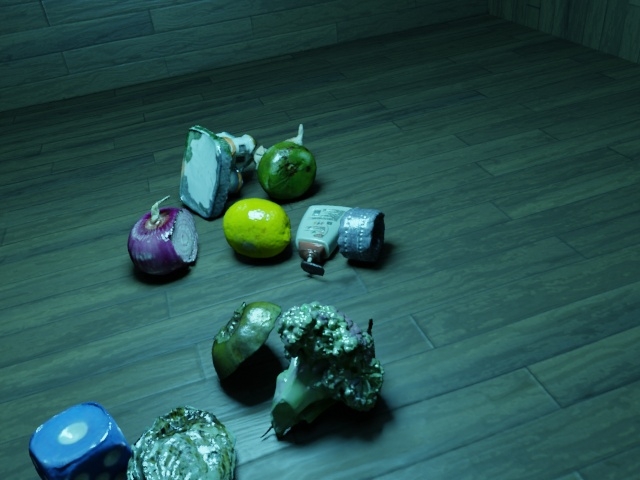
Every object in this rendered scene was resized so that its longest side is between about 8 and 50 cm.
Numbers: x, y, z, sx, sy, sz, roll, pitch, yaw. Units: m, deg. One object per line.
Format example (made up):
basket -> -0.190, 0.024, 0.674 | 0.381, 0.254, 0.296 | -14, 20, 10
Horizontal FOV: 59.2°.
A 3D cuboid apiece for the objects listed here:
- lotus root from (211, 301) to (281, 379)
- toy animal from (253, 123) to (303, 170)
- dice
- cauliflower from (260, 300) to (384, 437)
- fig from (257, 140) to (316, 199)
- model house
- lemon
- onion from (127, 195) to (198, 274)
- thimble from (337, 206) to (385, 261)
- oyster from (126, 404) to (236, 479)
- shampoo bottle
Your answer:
lotus root -> -0.176, 0.201, 1.223 | 0.078, 0.203, 0.183 | 41, 44, -9
toy animal -> -0.149, -0.323, 2.011 | 0.185, 0.184, 0.104 | 4, -7, 31
dice -> -0.433, 0.395, 1.024 | 0.143, 0.146, 0.146 | -31, 40, -34
cauliflower -> -0.012, 0.264, 1.122 | 0.256, 0.239, 0.315 | 38, 67, 7
fig -> -0.130, -0.250, 1.859 | 0.203, 0.203, 0.235 | -19, 37, -17
model house -> -0.299, -0.244, 1.876 | 0.190, 0.272, 0.300 | 28, 31, 27
lemon -> -0.177, -0.035, 1.591 | 0.207, 0.170, 0.170 | 6, 36, 16
onion -> -0.452, 0.004, 1.589 | 0.200, 0.201, 0.208 | -11, 66, -6
thimble -> 0.112, -0.017, 1.524 | 0.097, 0.150, 0.150 | 7, 37, 22
oyster -> -0.250, 0.417, 1.008 | 0.198, 0.112, 0.268 | 18, 29, 0
shampoo bottle -> 0.000, 0.000, 1.592 | 0.153, 0.071, 0.284 | 5, 38, 14
